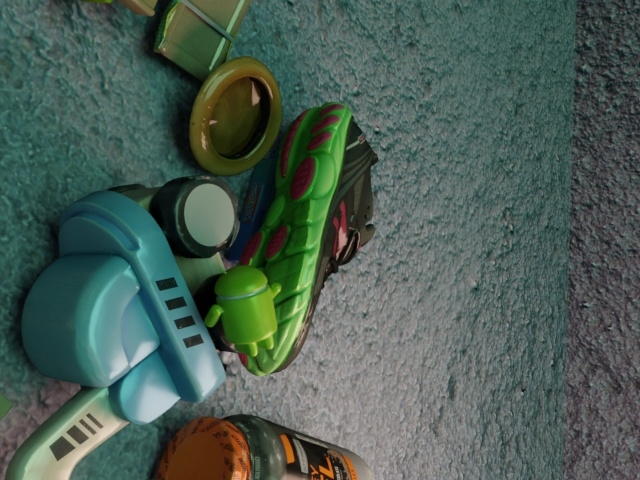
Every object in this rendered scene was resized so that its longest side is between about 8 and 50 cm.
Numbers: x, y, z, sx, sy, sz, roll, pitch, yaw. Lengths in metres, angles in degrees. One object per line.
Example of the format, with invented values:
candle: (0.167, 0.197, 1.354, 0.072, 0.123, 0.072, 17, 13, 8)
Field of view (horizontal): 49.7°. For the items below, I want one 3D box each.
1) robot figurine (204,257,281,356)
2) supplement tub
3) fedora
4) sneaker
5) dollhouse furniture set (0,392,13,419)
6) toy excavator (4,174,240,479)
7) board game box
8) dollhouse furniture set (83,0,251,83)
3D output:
robot figurine: (-0.091, 0.082, 0.852, 0.101, 0.067, 0.115, -20, 106, -33)
supplement tub: (-0.076, 0.397, 1.083, 0.338, 0.207, 0.207, 33, 64, -42)
fedora: (-0.149, -0.203, 1.113, 0.194, 0.079, 0.194, -25, 127, -37)
sneaker: (0.000, 0.000, 1.135, 0.202, 0.185, 0.482, 36, 64, -35)
dollhouse furniture set: (-0.451, 0.207, 0.753, 0.161, 0.101, 0.182, 56, 50, -30)
toy excavator: (-0.274, 0.178, 0.869, 0.445, 0.222, 0.432, -37, 116, -41)
board game box: (-0.068, -0.033, 1.233, 0.160, 0.047, 0.210, 32, 66, -42)
dollhouse furniture set: (-0.250, -0.391, 1.040, 0.197, 0.151, 0.301, -65, 153, 0)
